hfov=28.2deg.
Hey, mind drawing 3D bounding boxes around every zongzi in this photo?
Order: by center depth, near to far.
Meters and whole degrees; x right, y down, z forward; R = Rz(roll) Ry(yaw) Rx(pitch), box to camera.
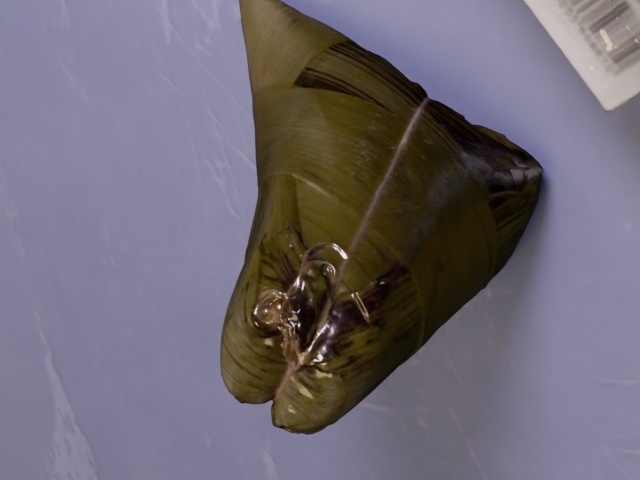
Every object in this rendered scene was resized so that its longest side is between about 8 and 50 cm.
[{"bbox_3d":[-0.027,-0.043,0.868,0.300,0.274,0.145,43,135,10],"label":"zongzi"}]

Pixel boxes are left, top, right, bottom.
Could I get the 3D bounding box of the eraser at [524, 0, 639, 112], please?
[{"bbox_3d":[0.101,-0.273,0.757,0.098,0.096,0.404,-34,92,45],"label":"eraser"}]
